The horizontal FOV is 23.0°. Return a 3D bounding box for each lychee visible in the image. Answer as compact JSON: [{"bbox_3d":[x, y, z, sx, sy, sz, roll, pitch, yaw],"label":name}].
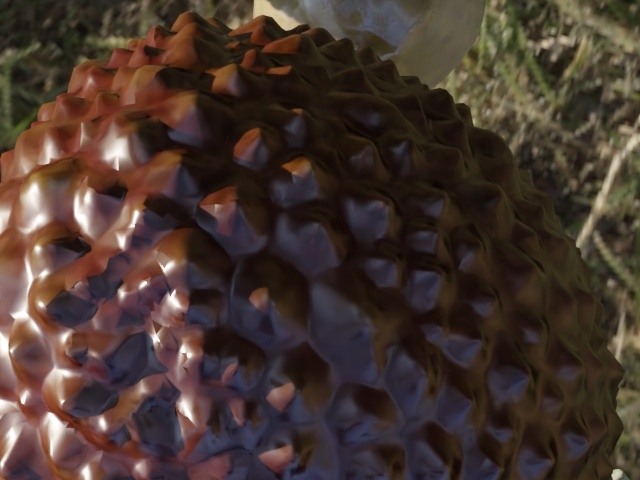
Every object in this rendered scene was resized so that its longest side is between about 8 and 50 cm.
[{"bbox_3d":[-0.022,0.058,0.612,0.275,0.276,0.304,-4,140,22],"label":"lychee"}]

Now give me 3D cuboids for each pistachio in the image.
[{"bbox_3d":[0.032,-0.160,1.016,0.138,0.238,0.153,-12,95,21],"label":"pistachio"}]

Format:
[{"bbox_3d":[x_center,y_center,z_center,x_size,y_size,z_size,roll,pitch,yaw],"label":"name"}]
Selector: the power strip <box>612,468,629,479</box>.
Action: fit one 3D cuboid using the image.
[{"bbox_3d":[0.061,0.234,0.831,0.106,0.367,0.043,-29,94,42],"label":"power strip"}]
